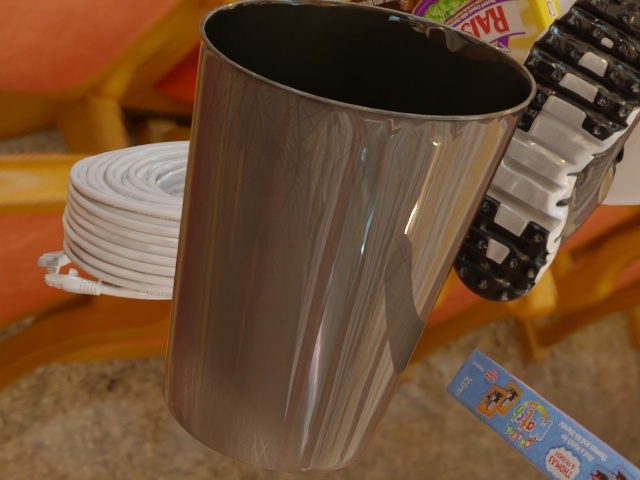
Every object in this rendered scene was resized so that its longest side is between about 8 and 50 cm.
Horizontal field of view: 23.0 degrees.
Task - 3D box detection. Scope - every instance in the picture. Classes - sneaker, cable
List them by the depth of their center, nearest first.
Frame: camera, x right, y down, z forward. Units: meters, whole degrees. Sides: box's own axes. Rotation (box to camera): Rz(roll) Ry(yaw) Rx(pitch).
[{"bbox_3d":[0.160,-0.073,0.998,0.078,0.234,0.106,32,33,14],"label":"sneaker"},{"bbox_3d":[-0.104,-0.025,1.416,0.257,0.257,0.089,-57,151,-66],"label":"cable"}]

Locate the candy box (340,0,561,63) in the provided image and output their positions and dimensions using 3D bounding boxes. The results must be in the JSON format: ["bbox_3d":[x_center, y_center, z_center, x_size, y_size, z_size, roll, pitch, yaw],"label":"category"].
[{"bbox_3d":[0.096,-0.157,1.189,0.027,0.206,0.105,-35,108,-38],"label":"candy box"}]

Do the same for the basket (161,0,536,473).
[{"bbox_3d":[0.000,0.000,0.867,0.204,0.154,0.227,-10,126,-43],"label":"basket"}]

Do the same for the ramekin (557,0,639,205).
[{"bbox_3d":[0.243,-0.162,1.248,0.277,0.277,0.135,63,35,-10],"label":"ramekin"}]

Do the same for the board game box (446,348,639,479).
[{"bbox_3d":[0.180,0.152,0.939,0.160,0.211,0.039,38,89,-24],"label":"board game box"}]
